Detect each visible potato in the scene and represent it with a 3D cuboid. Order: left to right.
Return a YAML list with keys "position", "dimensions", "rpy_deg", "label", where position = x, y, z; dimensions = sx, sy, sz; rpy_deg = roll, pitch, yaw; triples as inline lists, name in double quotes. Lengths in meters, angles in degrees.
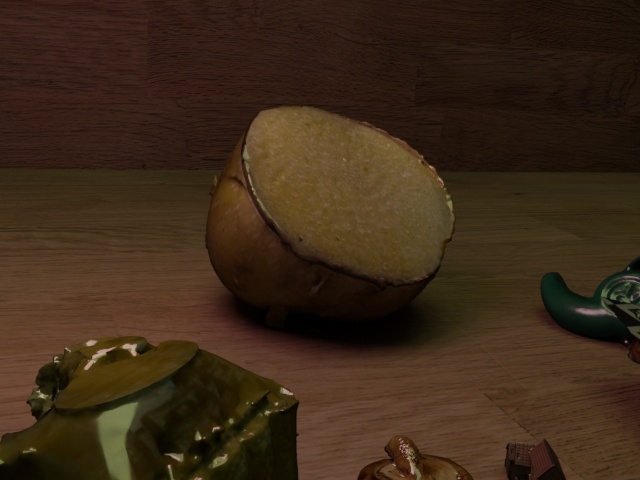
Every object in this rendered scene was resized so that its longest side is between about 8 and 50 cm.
- position: [0.000, 0.000, 1.377]
  dimensions: [0.442, 0.319, 0.385]
  rpy_deg: [5, 53, -30]
  label: "potato"

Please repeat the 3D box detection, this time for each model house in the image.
- position: [0.245, 0.259, 0.870]
  dimensions: [0.057, 0.058, 0.083]
  rpy_deg: [6, 15, 6]
  label: "model house"

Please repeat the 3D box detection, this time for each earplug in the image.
- position: [0.579, 0.115, 1.395]
  dimensions: [0.280, 0.163, 0.257]
  rpy_deg: [10, -25, -24]
  label: "earplug"

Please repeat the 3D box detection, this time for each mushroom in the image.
- position: [0.100, 0.258, 0.782]
  dimensions: [0.127, 0.087, 0.127]
  rpy_deg: [1, 13, 0]
  label: "mushroom"

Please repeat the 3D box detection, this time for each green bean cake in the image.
- position: [-0.192, 0.200, 0.706]
  dimensions: [0.285, 0.201, 0.310]
  rpy_deg: [8, 15, 22]
  label: "green bean cake"

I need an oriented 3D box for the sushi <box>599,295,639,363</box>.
- position: [0.562, 0.197, 1.063]
  dimensions: [0.292, 0.059, 0.294]
  rpy_deg: [14, 22, -10]
  label: "sushi"
